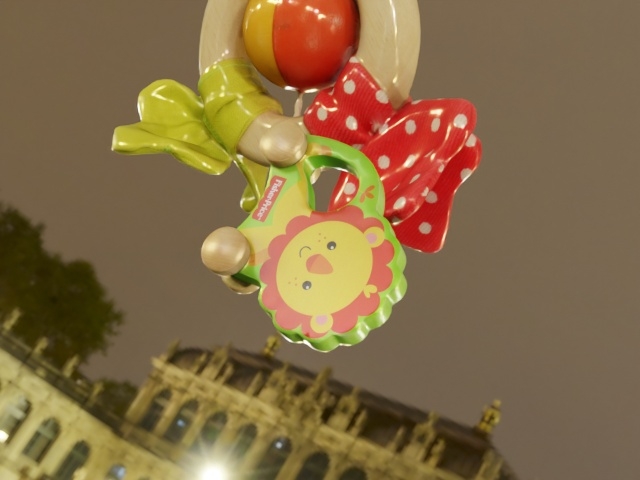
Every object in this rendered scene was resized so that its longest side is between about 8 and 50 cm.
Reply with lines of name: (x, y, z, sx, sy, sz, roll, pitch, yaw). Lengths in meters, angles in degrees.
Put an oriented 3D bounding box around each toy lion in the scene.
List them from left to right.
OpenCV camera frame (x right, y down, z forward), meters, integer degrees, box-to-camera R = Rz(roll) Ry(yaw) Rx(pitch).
toy lion: (0.000, 0.000, 0.493, 0.096, 0.100, 0.034, 19, -18, 25)

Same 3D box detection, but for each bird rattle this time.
bird rattle: (-0.012, -0.103, 0.651, 0.143, 0.206, 0.254, 0, 7, -45)
